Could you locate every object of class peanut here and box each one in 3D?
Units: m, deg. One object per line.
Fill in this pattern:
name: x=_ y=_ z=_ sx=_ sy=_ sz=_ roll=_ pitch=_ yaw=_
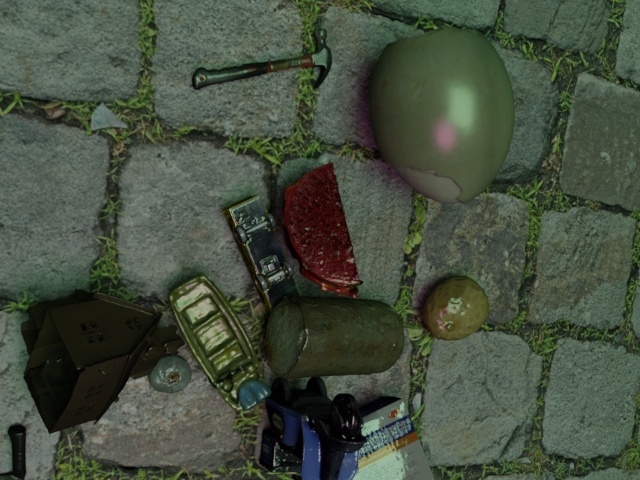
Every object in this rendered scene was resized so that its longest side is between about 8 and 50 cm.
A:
peanut: x=0.298 y=0.153 z=1.461 sx=0.159 sy=0.109 sz=0.141 roll=-44 pitch=102 yaw=-17

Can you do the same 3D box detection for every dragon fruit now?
dragon fruit: x=-0.011 y=0.004 z=1.284 sx=0.126 sy=0.161 sz=0.274 roll=-11 pitch=72 yaw=-7

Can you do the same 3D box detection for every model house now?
model house: x=-0.361 y=0.177 z=1.142 sx=0.243 sy=0.204 sz=0.211 roll=-9 pitch=144 yaw=-44

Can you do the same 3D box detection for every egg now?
egg: x=0.239 y=-0.235 z=1.303 sx=0.278 sy=0.278 sz=0.337 roll=-12 pitch=100 yaw=-22

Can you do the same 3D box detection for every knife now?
knife: x=-0.547 y=0.439 z=1.169 sx=0.059 sy=0.028 sz=0.231 roll=1 pitch=98 yaw=-12

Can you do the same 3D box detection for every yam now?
yam: x=0.023 y=0.189 z=1.296 sx=0.267 sy=0.161 sz=0.161 roll=6 pitch=93 yaw=-42

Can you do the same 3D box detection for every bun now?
bun: x=-0.283 y=0.253 z=1.250 sx=0.083 sy=0.045 sz=0.084 roll=-5 pitch=103 yaw=-23

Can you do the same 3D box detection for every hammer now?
hammer: x=-0.107 y=-0.332 z=1.272 sx=0.287 sy=0.033 sz=0.111 roll=-15 pitch=101 yaw=-21

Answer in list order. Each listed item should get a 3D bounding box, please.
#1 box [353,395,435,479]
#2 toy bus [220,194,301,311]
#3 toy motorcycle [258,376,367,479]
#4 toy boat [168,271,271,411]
box: x=0.123 y=0.505 z=1.381 sx=0.200 sy=0.106 sz=0.300 roll=-20 pitch=85 yaw=-21
toy bus: x=-0.110 y=0.024 z=1.286 sx=0.081 sy=0.074 sz=0.226 roll=-28 pitch=106 yaw=-18
toy motorcycle: x=-0.012 y=0.369 z=1.217 sx=0.125 sy=0.358 sz=0.213 roll=5 pitch=85 yaw=-23
toy boat: x=-0.195 y=0.193 z=1.266 sx=0.111 sy=0.084 sz=0.276 roll=-32 pitch=104 yaw=-15
